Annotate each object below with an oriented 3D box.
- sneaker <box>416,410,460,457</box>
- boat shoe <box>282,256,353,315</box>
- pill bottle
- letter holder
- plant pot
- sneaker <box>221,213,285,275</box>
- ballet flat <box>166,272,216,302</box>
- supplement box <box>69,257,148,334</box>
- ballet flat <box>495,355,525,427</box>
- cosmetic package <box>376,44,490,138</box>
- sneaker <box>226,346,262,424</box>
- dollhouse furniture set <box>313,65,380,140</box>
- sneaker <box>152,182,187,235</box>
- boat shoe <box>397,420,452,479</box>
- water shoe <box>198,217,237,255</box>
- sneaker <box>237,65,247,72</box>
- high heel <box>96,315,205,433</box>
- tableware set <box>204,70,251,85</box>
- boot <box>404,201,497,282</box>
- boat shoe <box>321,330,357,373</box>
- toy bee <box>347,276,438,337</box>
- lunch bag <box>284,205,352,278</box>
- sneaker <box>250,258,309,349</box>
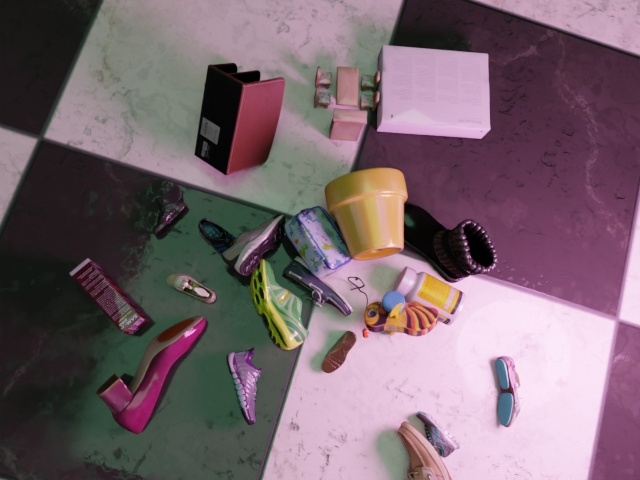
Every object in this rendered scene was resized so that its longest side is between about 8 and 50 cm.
[{"bbox_3d":[0.350,0.600,1.814,0.076,0.065,0.166,-44,84,-9],"label":"sneaker"},{"bbox_3d":[-0.008,0.157,1.853,0.254,0.095,0.079,42,76,5],"label":"boat shoe"},{"bbox_3d":[0.344,0.172,1.873,0.209,0.119,0.119,28,77,0],"label":"pill bottle"},{"bbox_3d":[-0.250,-0.390,1.856,0.152,0.301,0.214,33,36,24],"label":"letter holder"},{"bbox_3d":[0.156,-0.072,1.832,0.254,0.254,0.238,-8,76,-8],"label":"plant pot"},{"bbox_3d":[-0.199,-0.006,1.834,0.108,0.100,0.271,24,45,23],"label":"sneaker"},{"bbox_3d":[-0.403,0.143,1.836,0.168,0.052,0.057,23,77,0],"label":"ballet flat"},{"bbox_3d":[-0.632,0.172,1.768,0.073,0.130,0.239,-43,84,-13],"label":"supplement box"},{"bbox_3d":[0.604,0.476,1.866,0.079,0.077,0.221,3,77,-25],"label":"ballet flat"},{"bbox_3d":[0.387,-0.511,2.035,0.378,0.097,0.284,3,76,-5],"label":"cosmetic package"},{"bbox_3d":[-0.212,0.438,1.781,0.098,0.083,0.223,-15,79,-14],"label":"sneaker"},{"bbox_3d":[0.091,-0.476,1.963,0.212,0.161,0.241,3,78,-5],"label":"dollhouse furniture set"},{"bbox_3d":[-0.495,-0.100,1.882,0.089,0.051,0.170,42,73,4],"label":"sneaker"},{"bbox_3d":[0.319,0.706,1.756,0.110,0.121,0.341,-31,84,-12],"label":"boat shoe"},{"bbox_3d":[-0.306,0.006,1.861,0.203,0.080,0.073,34,77,2],"label":"water shoe"},{"bbox_3d":[-0.240,-0.481,1.984,0.094,0.080,0.212,-36,77,0],"label":"sneaker"},{"bbox_3d":[-0.468,0.396,1.772,0.377,0.127,0.181,-38,113,-16],"label":"high heel"},{"bbox_3d":[-0.290,-0.479,1.951,0.194,0.039,0.128,-6,97,26],"label":"tableware set"},{"bbox_3d":[0.381,-0.017,1.844,0.348,0.260,0.131,42,77,4],"label":"boot"},{"bbox_3d":[0.056,0.349,1.850,0.056,0.048,0.153,36,83,-10],"label":"boat shoe"},{"bbox_3d":[0.203,0.244,1.824,0.299,0.195,0.162,9,60,36],"label":"toy bee"},{"bbox_3d":[0.000,0.000,1.855,0.090,0.176,0.218,-38,81,33],"label":"lunch bag"},{"bbox_3d":[-0.129,0.197,1.842,0.124,0.109,0.295,-14,73,-38],"label":"sneaker"}]
